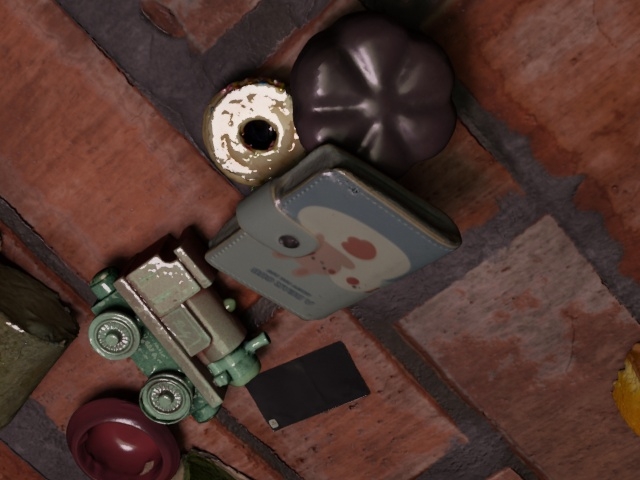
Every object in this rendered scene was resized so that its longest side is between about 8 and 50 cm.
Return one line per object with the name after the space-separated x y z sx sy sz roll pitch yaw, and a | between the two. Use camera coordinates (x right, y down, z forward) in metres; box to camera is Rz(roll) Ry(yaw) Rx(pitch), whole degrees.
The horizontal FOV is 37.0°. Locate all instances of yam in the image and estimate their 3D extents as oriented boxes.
-0.543 0.191 1.552 0.195 0.195 0.300 39 111 -11 | yam

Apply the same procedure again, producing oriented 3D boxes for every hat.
-0.338 0.346 1.653 0.205 0.089 0.205 2 119 4 | hat

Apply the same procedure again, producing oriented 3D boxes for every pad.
-0.024 0.250 1.624 0.193 0.004 0.116 -24 110 15 | pad

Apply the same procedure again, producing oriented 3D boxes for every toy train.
-0.222 0.144 1.526 0.221 0.150 0.304 -33 106 11 | toy train

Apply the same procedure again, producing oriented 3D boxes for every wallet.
0.000 0.000 1.383 0.252 0.083 0.360 33 141 -22 | wallet

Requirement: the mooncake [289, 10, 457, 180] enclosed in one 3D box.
0.075 -0.195 1.327 0.245 0.133 0.245 -3 107 -9 | mooncake

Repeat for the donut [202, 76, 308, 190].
-0.089 -0.163 1.414 0.174 0.068 0.174 1 114 2 | donut

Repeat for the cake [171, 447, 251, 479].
-0.183 0.526 1.625 0.172 0.283 0.158 25 115 -24 | cake

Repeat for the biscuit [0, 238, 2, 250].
-0.597 -0.011 1.529 0.168 0.070 0.082 32 117 -11 | biscuit

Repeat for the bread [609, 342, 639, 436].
0.582 0.272 1.511 0.229 0.139 0.143 19 122 -2 | bread
